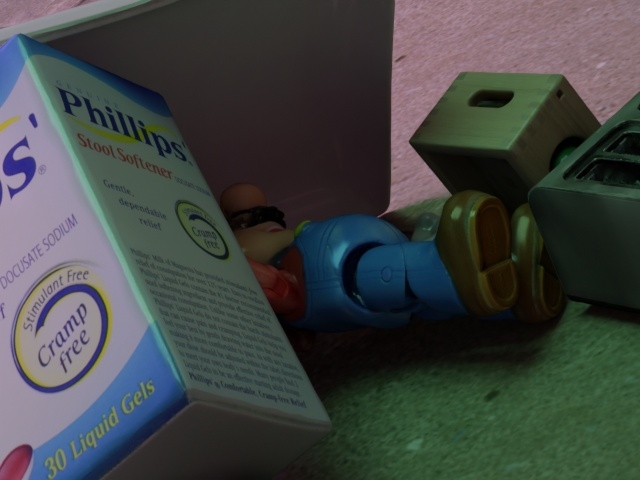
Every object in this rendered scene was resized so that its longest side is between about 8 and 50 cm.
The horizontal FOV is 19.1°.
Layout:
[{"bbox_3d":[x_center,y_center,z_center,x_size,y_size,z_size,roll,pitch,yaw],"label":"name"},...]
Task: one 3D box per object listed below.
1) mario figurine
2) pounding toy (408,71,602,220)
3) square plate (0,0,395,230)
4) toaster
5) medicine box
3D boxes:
[{"bbox_3d":[0.000,0.000,1.324,0.320,0.198,0.170,-8,45,32],"label":"mario figurine"},{"bbox_3d":[0.167,-0.059,1.340,0.141,0.130,0.100,8,56,54],"label":"pounding toy"},{"bbox_3d":[-0.111,-0.074,1.363,0.344,0.347,0.049,-20,58,-12],"label":"square plate"},{"bbox_3d":[0.246,-0.031,1.198,0.168,0.110,0.185,-41,27,-22],"label":"toaster"},{"bbox_3d":[-0.181,0.070,1.193,0.263,0.149,0.289,-41,58,19],"label":"medicine box"}]
